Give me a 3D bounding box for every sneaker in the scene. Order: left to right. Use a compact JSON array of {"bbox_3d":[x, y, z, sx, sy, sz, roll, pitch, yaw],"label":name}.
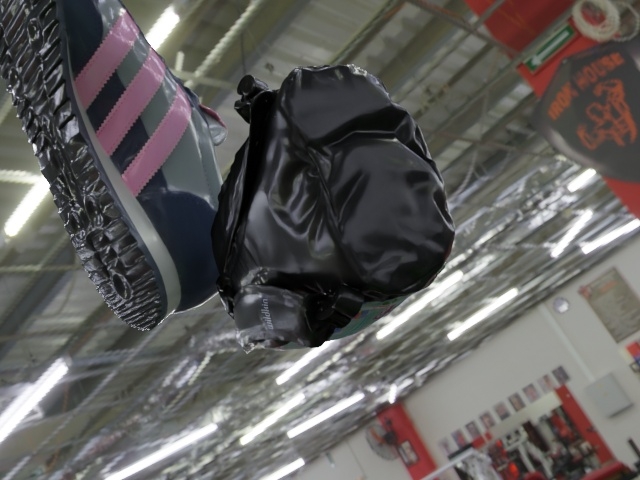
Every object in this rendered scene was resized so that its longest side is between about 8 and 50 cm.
[{"bbox_3d":[-0.144,-0.102,0.556,0.131,0.319,0.112,-25,9,-42],"label":"sneaker"}]

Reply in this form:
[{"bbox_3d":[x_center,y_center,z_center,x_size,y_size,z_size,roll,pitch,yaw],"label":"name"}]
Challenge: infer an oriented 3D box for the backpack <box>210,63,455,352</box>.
[{"bbox_3d":[0.000,0.000,0.451,0.115,0.152,0.182,-7,-22,-24],"label":"backpack"}]
